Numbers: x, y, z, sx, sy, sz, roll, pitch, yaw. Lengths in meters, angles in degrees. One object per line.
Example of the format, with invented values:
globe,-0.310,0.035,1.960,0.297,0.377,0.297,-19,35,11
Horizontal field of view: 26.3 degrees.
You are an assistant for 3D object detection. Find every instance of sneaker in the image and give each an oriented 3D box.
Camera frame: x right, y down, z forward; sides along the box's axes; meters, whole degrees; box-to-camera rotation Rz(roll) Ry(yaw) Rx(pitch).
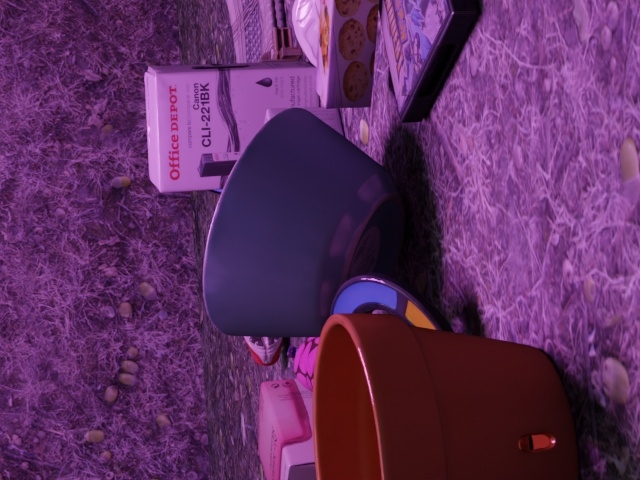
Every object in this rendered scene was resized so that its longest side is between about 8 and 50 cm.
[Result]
sneaker,0.017,-0.342,1.917,0.115,0.090,0.232,-125,33,-61
sneaker,-0.132,0.127,2.691,0.118,0.107,0.279,87,174,-51

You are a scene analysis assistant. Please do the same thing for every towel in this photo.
towel,-0.127,-0.435,2.607,0.312,0.056,0.324,124,141,-70

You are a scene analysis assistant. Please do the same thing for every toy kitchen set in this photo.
toy kitchen set,-0.076,-0.341,2.371,0.083,0.068,0.075,141,125,-74

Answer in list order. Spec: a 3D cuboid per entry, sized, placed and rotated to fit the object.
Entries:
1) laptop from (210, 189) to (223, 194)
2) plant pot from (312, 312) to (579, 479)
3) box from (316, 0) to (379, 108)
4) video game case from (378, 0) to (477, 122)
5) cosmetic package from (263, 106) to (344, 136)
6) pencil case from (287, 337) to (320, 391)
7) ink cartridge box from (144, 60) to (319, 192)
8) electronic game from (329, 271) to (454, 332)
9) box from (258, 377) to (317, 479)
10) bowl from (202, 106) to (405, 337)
laptop,-0.150,-0.137,2.605,0.264,0.136,0.234,-111,21,-54
plant pot,0.120,0.209,1.333,0.291,0.203,0.291,177,90,-77
box,0.038,-0.321,1.712,0.063,0.067,0.324,-114,24,-56
video game case,0.113,-0.317,1.607,0.248,0.035,0.275,115,150,-64
cosmetic package,-0.015,-0.088,2.063,0.085,0.117,0.231,106,158,-58
pencil case,0.017,0.188,2.064,0.209,0.095,0.098,178,104,-75
ink cartridge box,-0.145,-0.189,2.252,0.114,0.273,0.197,-136,44,-72
electronic game,0.092,0.143,1.597,0.229,0.048,0.229,31,136,37
box,-0.016,0.339,2.157,0.232,0.127,0.148,-115,25,-60
bowl,0.000,0.000,1.747,0.311,0.163,0.311,-50,-30,-43
